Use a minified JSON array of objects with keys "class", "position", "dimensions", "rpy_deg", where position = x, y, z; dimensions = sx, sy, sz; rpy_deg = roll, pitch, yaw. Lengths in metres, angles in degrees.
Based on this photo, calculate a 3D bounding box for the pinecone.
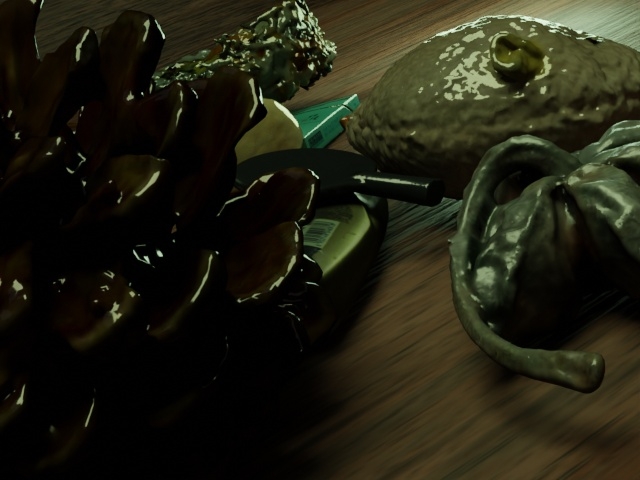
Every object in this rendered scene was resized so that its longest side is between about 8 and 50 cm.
[{"class":"pinecone","position":[-0.184,0.006,0.781],"dimensions":[0.397,0.398,0.398],"rpy_deg":[-18,17,6]}]

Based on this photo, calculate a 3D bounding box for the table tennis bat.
[{"class":"table tennis bat","position":[0.016,-0.065,1.094],"dimensions":[0.236,0.027,0.150],"rpy_deg":[11,25,32]}]

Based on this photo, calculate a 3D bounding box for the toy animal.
[{"class":"toy animal","position":[0.177,-0.138,1.129],"dimensions":[0.358,0.188,0.226],"rpy_deg":[-9,13,27]}]

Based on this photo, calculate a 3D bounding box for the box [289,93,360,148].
[{"class":"box","position":[-0.046,-0.169,1.708],"dimensions":[0.162,0.041,0.229],"rpy_deg":[-10,19,28]}]

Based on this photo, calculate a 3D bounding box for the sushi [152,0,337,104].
[{"class":"sushi","position":[-0.156,-0.273,1.877],"dimensions":[0.417,0.176,0.417],"rpy_deg":[-26,11,6]}]

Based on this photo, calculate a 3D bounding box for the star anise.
[{"class":"star anise","position":[0.211,-0.020,0.824],"dimensions":[0.315,0.139,0.359],"rpy_deg":[-31,19,-13]}]

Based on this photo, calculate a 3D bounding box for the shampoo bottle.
[{"class":"shampoo bottle","position":[0.000,0.000,1.079],"dimensions":[0.125,0.084,0.350],"rpy_deg":[-9,19,17]}]

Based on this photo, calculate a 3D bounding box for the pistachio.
[{"class":"pistachio","position":[-0.111,-0.123,1.512],"dimensions":[0.145,0.117,0.200],"rpy_deg":[30,56,35]}]
